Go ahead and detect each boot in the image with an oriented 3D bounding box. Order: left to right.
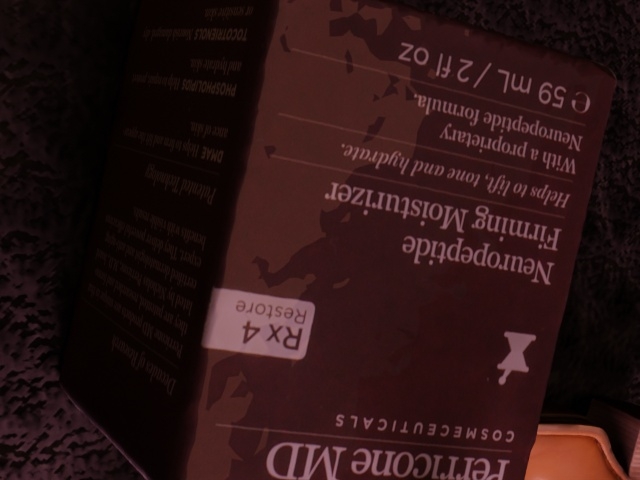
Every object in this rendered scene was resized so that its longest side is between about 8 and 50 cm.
[{"bbox_3d":[0.136,0.174,0.751,0.197,0.073,0.152,12,97,-34],"label":"boot"}]

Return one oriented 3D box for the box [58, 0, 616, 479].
[{"bbox_3d":[0.000,0.000,0.541,0.168,0.167,0.203,10,94,-28],"label":"box"}]
